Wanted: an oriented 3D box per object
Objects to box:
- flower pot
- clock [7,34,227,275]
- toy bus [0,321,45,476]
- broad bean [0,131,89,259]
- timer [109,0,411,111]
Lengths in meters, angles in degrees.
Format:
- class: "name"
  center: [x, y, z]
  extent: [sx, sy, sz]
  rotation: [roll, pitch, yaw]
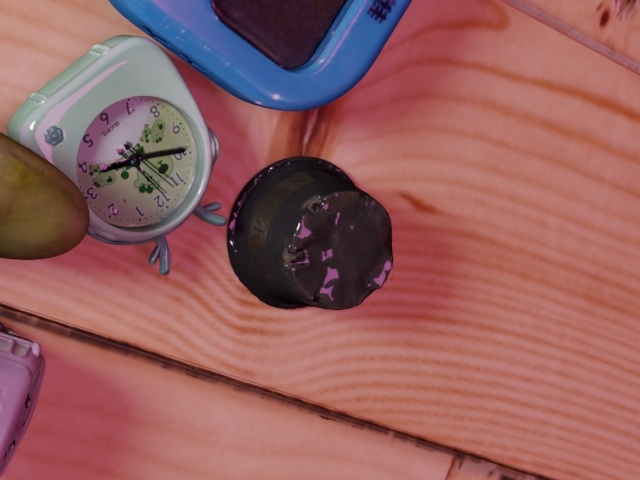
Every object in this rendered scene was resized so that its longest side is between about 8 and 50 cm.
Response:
- class: "flower pot"
  center: [0.000, 0.000, 1.433]
  extent: [0.157, 0.107, 0.157]
  rotation: [-5, 101, -28]
- class: "clock"
  center: [-0.174, -0.070, 1.344]
  extent: [0.159, 0.066, 0.211]
  rotation: [-39, 117, -16]
- class: "toy bus"
  center: [-0.342, 0.126, 1.248]
  extent: [0.202, 0.142, 0.142]
  rotation: [21, 90, -30]
- class: "broad bean"
  center: [-0.311, -0.053, 1.205]
  extent: [0.263, 0.189, 0.121]
  rotation: [14, 72, -36]
- class: "timer"
  center: [-0.039, -0.307, 1.339]
  extent: [0.309, 0.115, 0.340]
  rotation: [34, 83, -29]
